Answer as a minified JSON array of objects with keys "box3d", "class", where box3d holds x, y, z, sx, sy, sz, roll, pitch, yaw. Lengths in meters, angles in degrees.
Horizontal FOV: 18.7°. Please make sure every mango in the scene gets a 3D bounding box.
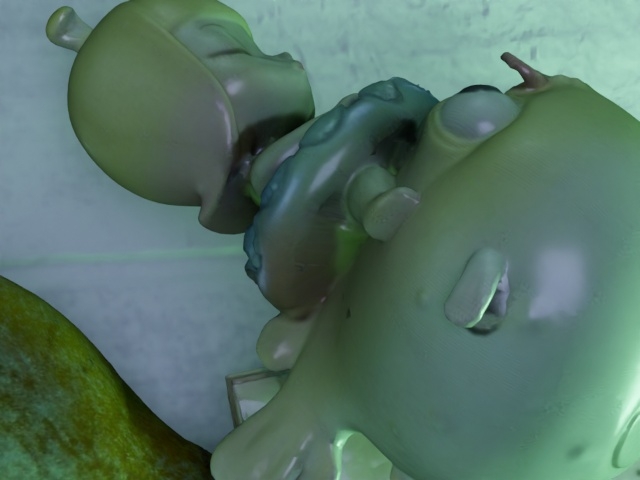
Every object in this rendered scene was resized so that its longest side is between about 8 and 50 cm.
[{"box3d":[-0.185,0.116,1.023,0.316,0.146,0.193,26,77,-23],"class":"mango"}]

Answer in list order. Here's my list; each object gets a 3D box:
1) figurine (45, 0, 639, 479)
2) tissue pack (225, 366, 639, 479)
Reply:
[{"box3d":[0.000,0.000,0.988,0.394,0.226,0.275,35,93,24],"class":"figurine"},{"box3d":[0.121,0.123,1.073,0.325,0.071,0.170,-12,92,-8],"class":"tissue pack"}]
